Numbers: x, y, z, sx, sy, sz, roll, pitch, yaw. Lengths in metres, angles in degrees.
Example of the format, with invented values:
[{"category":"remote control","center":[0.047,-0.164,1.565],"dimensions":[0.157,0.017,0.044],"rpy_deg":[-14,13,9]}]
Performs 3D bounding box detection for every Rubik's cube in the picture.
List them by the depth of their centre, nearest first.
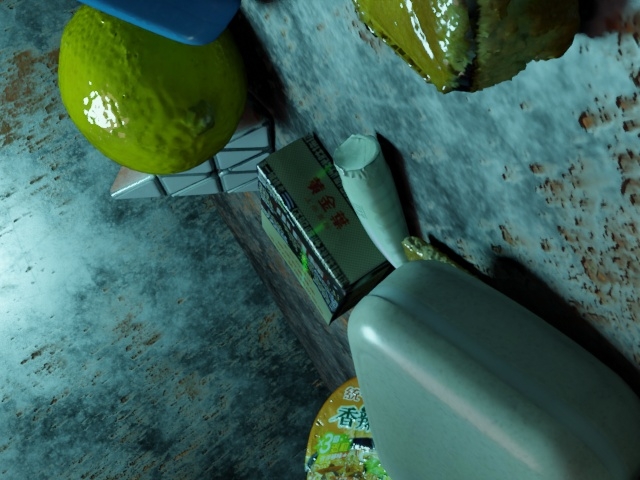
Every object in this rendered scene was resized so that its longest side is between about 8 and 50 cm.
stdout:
[{"category":"Rubik's cube","center":[-0.184,-0.175,1.206],"dimensions":[0.228,0.229,0.233],"rpy_deg":[21,122,3]}]

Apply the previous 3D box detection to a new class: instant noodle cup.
[{"category":"instant noodle cup","center":[0.117,0.327,1.076],"dimensions":[0.182,0.230,0.230],"rpy_deg":[43,-178,-43]}]

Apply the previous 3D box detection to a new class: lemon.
[{"category":"lemon","center":[-0.222,-0.215,0.978],"dimensions":[0.267,0.267,0.267],"rpy_deg":[54,169,16]}]

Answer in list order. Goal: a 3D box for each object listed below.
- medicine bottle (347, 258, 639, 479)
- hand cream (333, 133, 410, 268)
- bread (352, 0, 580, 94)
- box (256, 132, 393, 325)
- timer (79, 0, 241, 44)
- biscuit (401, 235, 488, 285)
[{"category":"medicine bottle","center":[0.153,0.187,0.682],"dimensions":[0.282,0.123,0.375],"rpy_deg":[37,156,31]},{"category":"hand cream","center":[0.065,-0.024,0.770],"dimensions":[0.078,0.050,0.205],"rpy_deg":[48,170,42]},{"category":"bread","center":[0.059,-0.150,0.361],"dimensions":[0.140,0.069,0.128],"rpy_deg":[52,168,44]},{"category":"box","center":[0.000,0.000,1.030],"dimensions":[0.198,0.084,0.310],"rpy_deg":[56,170,10]},{"category":"timer","center":[-0.235,-0.335,0.701],"dimensions":[0.309,0.115,0.340],"rpy_deg":[51,-158,25]},{"category":"biscuit","center":[0.157,0.100,0.765],"dimensions":[0.131,0.025,0.231],"rpy_deg":[42,163,50]}]
